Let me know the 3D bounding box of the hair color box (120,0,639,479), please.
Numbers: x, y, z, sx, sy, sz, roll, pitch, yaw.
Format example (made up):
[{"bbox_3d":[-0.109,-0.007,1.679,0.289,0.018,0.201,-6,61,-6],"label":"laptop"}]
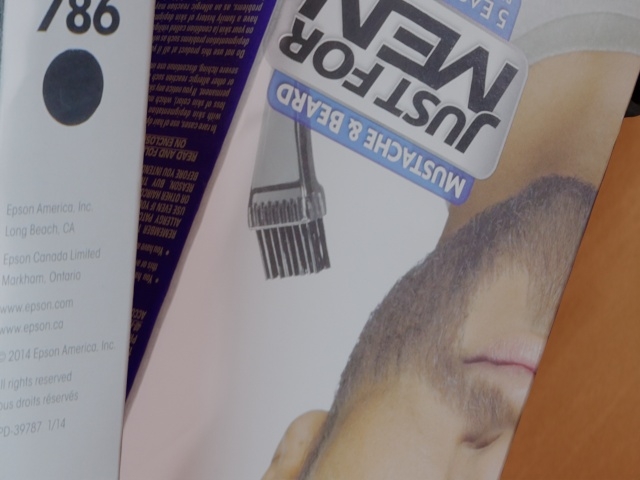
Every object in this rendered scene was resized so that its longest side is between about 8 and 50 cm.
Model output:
[{"bbox_3d":[0.000,0.000,0.775,0.185,0.110,0.339,26,81,-37],"label":"hair color box"}]

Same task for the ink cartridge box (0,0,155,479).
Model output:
[{"bbox_3d":[-0.128,-0.003,0.607,0.065,0.165,0.333,-2,100,-46],"label":"ink cartridge box"}]

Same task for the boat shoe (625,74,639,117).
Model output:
[{"bbox_3d":[0.132,-0.165,0.921,0.080,0.076,0.228,-9,106,-47],"label":"boat shoe"}]
